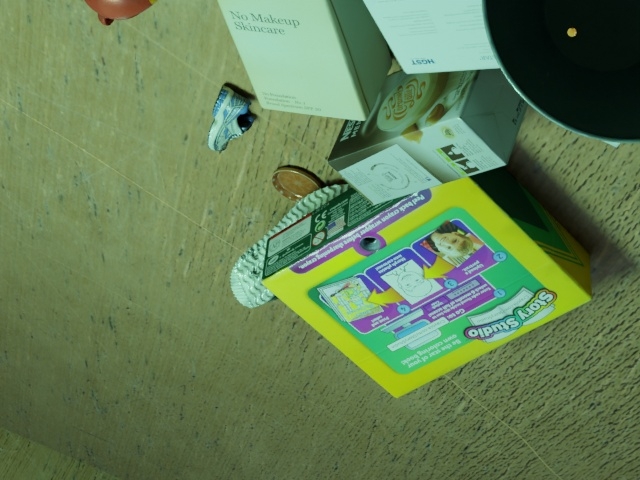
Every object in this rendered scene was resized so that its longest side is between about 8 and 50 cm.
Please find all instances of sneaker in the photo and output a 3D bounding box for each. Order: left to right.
[{"bbox_3d":[-0.130,-0.168,2.046,0.058,0.052,0.135,19,150,0],"label":"sneaker"},{"bbox_3d":[-0.001,-0.001,2.176,0.293,0.146,0.102,-34,76,30],"label":"sneaker"}]

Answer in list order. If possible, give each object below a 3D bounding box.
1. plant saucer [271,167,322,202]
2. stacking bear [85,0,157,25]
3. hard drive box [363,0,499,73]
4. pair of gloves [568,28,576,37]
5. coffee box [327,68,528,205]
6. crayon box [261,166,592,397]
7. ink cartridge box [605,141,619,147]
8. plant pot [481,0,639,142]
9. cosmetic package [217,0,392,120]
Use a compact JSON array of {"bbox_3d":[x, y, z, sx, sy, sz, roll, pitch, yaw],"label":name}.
[{"bbox_3d":[-0.035,-0.085,2.144,0.083,0.013,0.083,17,149,10],"label":"plant saucer"},{"bbox_3d":[-0.265,-0.379,1.714,0.164,0.175,0.289,14,156,12],"label":"stacking bear"},{"bbox_3d":[0.141,-0.304,1.605,0.181,0.089,0.232,1,142,34],"label":"hard drive box"},{"bbox_3d":[0.314,-0.256,1.638,0.074,0.010,0.083,15,148,14],"label":"pair of gloves"},{"bbox_3d":[0.139,-0.150,1.797,0.098,0.141,0.246,40,145,-26],"label":"coffee box"},{"bbox_3d":[0.153,0.040,2.011,0.363,0.106,0.313,-30,124,30],"label":"crayon box"},{"bbox_3d":[0.366,-0.165,1.728,0.063,0.029,0.115,24,151,-2],"label":"ink cartridge box"},{"bbox_3d":[0.309,-0.248,1.444,0.290,0.290,0.195,23,-173,2],"label":"plant pot"},{"bbox_3d":[-0.029,-0.295,1.717,0.160,0.113,0.309,9,147,25],"label":"cosmetic package"}]
